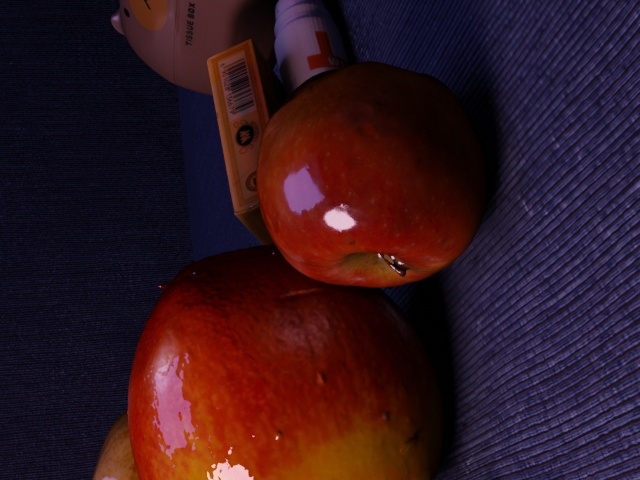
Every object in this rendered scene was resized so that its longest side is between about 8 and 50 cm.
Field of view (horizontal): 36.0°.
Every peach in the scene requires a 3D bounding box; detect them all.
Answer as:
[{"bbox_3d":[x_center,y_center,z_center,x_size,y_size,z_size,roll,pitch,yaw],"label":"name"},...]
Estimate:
[{"bbox_3d":[-0.042,0.180,1.082,0.370,0.370,0.370,177,90,-76],"label":"peach"}]

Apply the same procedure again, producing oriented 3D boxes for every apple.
[{"bbox_3d":[0.048,-0.067,0.954,0.230,0.230,0.230,177,90,-76],"label":"apple"}]

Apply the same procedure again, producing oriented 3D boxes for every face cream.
[{"bbox_3d":[-0.002,-0.216,1.370,0.102,0.102,0.345,106,156,-53],"label":"face cream"}]

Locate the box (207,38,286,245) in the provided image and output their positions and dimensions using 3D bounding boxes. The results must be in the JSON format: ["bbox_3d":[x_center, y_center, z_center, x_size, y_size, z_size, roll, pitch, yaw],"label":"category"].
[{"bbox_3d":[-0.066,-0.112,1.327,0.174,0.076,0.274,49,-158,-52],"label":"box"}]

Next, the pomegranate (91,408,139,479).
[{"bbox_3d":[-0.194,0.430,1.604,0.416,0.416,0.417,177,90,-76],"label":"pomegranate"}]

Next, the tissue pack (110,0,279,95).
[{"bbox_3d":[-0.172,-0.431,1.549,0.387,0.277,0.267,108,-174,-55],"label":"tissue pack"}]
